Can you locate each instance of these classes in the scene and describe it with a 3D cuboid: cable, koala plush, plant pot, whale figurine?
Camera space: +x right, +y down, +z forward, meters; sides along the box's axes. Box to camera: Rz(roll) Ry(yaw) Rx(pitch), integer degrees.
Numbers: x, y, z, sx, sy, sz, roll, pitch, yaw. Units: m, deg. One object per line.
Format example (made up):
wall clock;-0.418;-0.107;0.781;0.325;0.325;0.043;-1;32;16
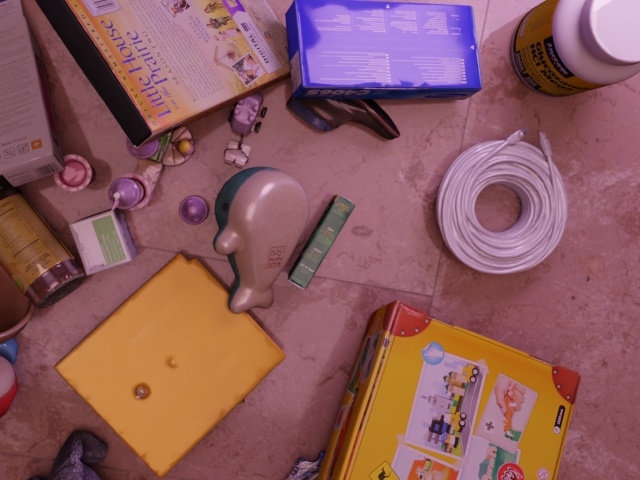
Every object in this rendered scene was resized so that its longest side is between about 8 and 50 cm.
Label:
cable;0.344;-0.064;1.615;0.257;0.089;0.257;-22;96;-3
koala plush;-0.423;0.504;1.541;0.196;0.203;0.221;-46;108;-1
plant pot;-0.636;0.109;1.495;0.237;0.237;0.110;33;127;-7
whale figurine;-0.126;-0.005;1.554;0.216;0.141;0.272;-9;115;-47

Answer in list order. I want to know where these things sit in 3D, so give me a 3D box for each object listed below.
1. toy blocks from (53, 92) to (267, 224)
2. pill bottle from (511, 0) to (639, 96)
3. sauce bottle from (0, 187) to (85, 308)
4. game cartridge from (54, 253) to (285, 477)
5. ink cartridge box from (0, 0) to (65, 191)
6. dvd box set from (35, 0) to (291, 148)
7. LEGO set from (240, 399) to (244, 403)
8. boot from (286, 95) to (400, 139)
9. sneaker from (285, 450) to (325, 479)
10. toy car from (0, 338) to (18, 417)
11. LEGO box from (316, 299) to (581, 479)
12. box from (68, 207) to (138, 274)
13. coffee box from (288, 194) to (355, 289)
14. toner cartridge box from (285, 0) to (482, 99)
toy blocks;-0.277;-0.177;1.461;0.309;0.260;0.288;21;91;-6
pill bottle;0.473;-0.361;1.483;0.188;0.334;0.188;0;94;-5
sauce bottle;-0.564;-0.038;1.507;0.111;0.111;0.344;-39;83;-2
game cartridge;-0.273;0.224;1.562;0.324;0.053;0.285;-43;95;-13
ink cartridge box;-0.570;-0.256;1.477;0.176;0.069;0.371;-19;66;-1
dvd box set;-0.234;-0.356;1.407;0.062;0.420;0.307;-31;95;42
LEGO set;-0.261;0.252;1.595;0.182;0.060;0.244;-43;97;2
boot;0.042;-0.239;1.594;0.219;0.082;0.106;38;111;-10
sneaker;-0.039;0.452;1.638;0.135;0.052;0.058;-25;86;-11
toy car;-0.643;0.324;1.520;0.210;0.219;0.238;-3;123;-6
LEGO box;0.205;0.413;1.511;0.372;0.193;0.500;22;73;-6
box;-0.395;-0.001;1.541;0.087;0.102;0.101;-18;97;-2
coffee box;0.000;0.000;1.575;0.040;0.113;0.184;31;92;-4
toner cartridge box;0.116;-0.343;1.529;0.348;0.075;0.165;-2;84;-18
